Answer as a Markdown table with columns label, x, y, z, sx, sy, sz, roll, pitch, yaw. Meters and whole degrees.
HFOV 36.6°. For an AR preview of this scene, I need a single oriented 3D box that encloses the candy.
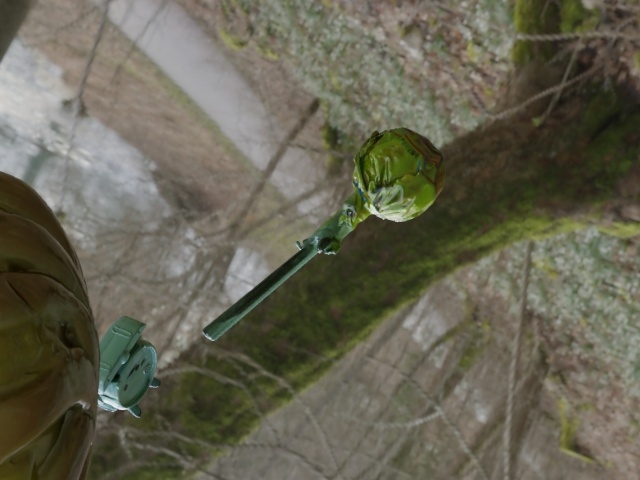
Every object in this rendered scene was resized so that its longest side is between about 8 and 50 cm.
| label | x | y | z | sx | sy | sz | roll | pitch | yaw |
| --- | --- | --- | --- | --- | --- | --- | --- | --- | --- |
| candy | 0.000 | 0.000 | 0.850 | 0.077 | 0.262 | 0.073 | 49 | 179 | 44 |

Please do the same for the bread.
| label | x | y | z | sx | sy | sz | roll | pitch | yaw |
| --- | --- | --- | --- | --- | --- | --- | --- | --- | --- |
| bread | -0.234 | 0.094 | 0.668 | 0.160 | 0.333 | 0.333 | 4 | 173 | -15 |

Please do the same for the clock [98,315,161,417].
| label | x | y | z | sx | sy | sz | roll | pitch | yaw |
| --- | --- | --- | --- | --- | --- | --- | --- | --- | --- |
| clock | -0.234 | 0.159 | 1.166 | 0.041 | 0.101 | 0.135 | 19 | 152 | 19 |
